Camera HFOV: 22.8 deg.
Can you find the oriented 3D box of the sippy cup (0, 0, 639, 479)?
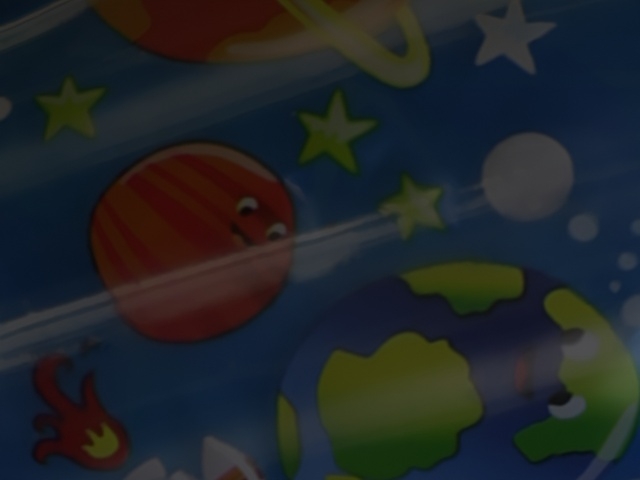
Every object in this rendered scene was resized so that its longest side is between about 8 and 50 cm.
[{"bbox_3d":[0.000,0.000,0.409,0.224,0.240,0.305,-18,88,-10],"label":"sippy cup"}]
